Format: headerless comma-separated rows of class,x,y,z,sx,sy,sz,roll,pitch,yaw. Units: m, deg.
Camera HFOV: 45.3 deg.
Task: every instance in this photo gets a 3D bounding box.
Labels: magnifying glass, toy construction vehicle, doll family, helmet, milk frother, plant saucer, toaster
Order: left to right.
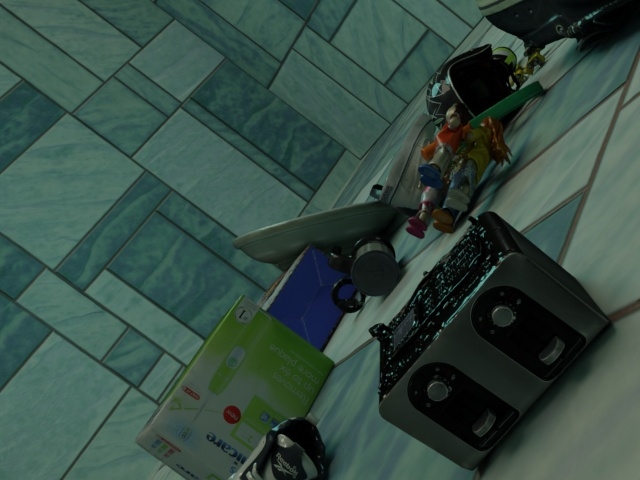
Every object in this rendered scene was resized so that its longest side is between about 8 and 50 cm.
plant saucer,0.000,0.000,1.794,0.400,0.101,0.400,-14,-4,-1
milk frother,0.078,0.075,1.382,0.135,0.129,0.143,-74,-21,-78
doll family,0.224,-0.104,1.200,0.263,0.118,0.163,94,-158,-64
helmet,0.274,-0.263,1.410,0.161,0.169,0.169,-37,5,1
toaster,0.130,0.076,0.645,0.168,0.110,0.186,-52,5,14
magnifying glass,0.272,-0.201,1.292,0.231,0.026,0.092,-29,-2,-3
toy construction vehicle,0.408,-0.343,1.494,0.098,0.035,0.086,-51,15,53

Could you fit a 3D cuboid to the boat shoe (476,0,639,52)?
boat shoe,0.397,-0.373,1.106,0.187,0.156,0.500,-49,16,-5

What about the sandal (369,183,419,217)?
sandal,0.170,-0.087,1.576,0.054,0.097,0.254,-64,14,6

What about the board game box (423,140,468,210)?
board game box,0.249,-0.123,1.439,0.136,0.030,0.260,-55,4,9

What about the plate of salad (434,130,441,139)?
plate of salad,0.252,-0.181,1.707,0.200,0.048,0.200,-52,5,7

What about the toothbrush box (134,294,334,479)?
toothbrush box,-0.138,0.269,1.288,0.283,0.206,0.122,-56,6,-36

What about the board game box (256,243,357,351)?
board game box,-0.074,0.184,1.668,0.232,0.141,0.291,-57,6,-36

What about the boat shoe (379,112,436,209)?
boat shoe,0.193,-0.152,1.482,0.267,0.088,0.096,-59,-10,-50

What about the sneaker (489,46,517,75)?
sneaker,0.347,-0.342,1.729,0.235,0.084,0.097,-50,7,37

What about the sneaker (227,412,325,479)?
sneaker,-0.067,0.310,0.961,0.235,0.094,0.153,-44,-10,-38
